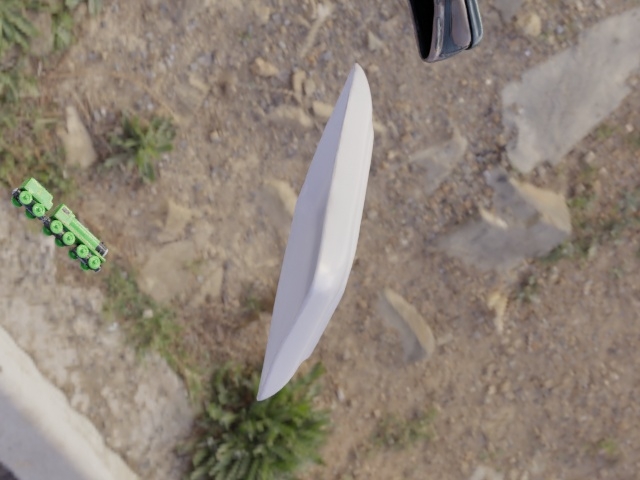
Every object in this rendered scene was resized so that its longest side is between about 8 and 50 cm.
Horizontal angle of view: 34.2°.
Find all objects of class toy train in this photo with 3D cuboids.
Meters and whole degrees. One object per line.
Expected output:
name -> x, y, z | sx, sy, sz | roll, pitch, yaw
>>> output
toy train -> -0.181, -0.011, 0.730 | 0.017, 0.023, 0.083 | -13, 128, 47

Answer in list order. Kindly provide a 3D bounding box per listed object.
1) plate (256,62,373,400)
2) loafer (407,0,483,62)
plate -> 0.000, 0.000, 1.096 | 0.045, 0.277, 0.278 | 15, 146, -6
loafer -> 0.130, -0.351, 1.313 | 0.084, 0.096, 0.267 | -31, 116, -15
